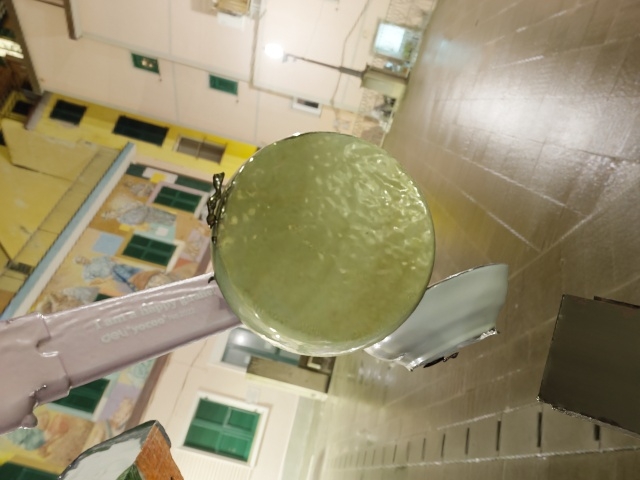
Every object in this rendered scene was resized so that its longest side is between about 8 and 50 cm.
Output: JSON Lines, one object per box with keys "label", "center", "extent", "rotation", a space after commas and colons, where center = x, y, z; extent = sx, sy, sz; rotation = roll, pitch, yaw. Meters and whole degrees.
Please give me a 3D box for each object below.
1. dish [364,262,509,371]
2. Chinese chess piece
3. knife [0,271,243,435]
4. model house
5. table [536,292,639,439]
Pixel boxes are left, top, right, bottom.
{"label": "dish", "center": [0.217, 0.159, 0.887], "extent": [0.316, 0.316, 0.106], "rotation": [108, 142, -63]}
{"label": "Chinese chess piece", "center": [0.000, 0.000, 0.503], "extent": [0.092, 0.237, 0.238], "rotation": [132, 154, -75]}
{"label": "knife", "center": [-0.146, 0.074, 0.489], "extent": [0.398, 0.132, 0.038], "rotation": [-14, -31, -48]}
{"label": "model house", "center": [-0.330, 0.523, 0.868], "extent": [0.301, 0.190, 0.271], "rotation": [60, 180, -8]}
{"label": "table", "center": [0.433, 0.180, 0.681], "extent": [0.169, 0.193, 0.172], "rotation": [35, -109, -52]}
